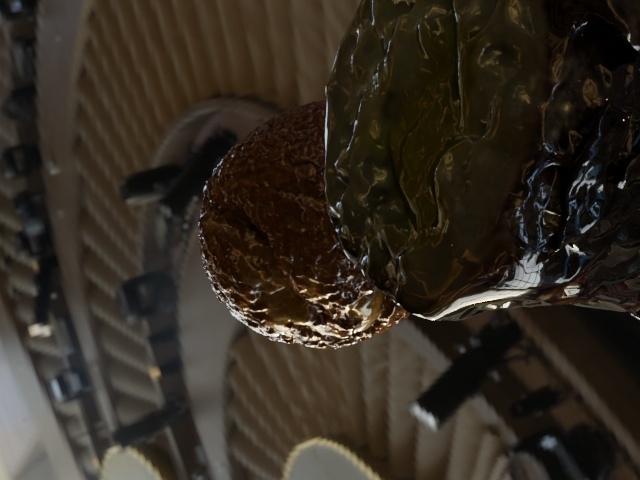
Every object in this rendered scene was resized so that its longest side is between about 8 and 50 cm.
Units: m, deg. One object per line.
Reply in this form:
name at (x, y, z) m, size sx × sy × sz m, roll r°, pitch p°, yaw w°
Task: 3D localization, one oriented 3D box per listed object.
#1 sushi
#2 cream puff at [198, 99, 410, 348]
sushi at (0.185, -0.093, 0.993) m, size 0.299 × 0.294 × 0.281 m, roll -59°, pitch -142°, yaw 36°
cream puff at (0.000, 0.000, 1.570) m, size 0.212 × 0.303 × 0.303 m, roll -70°, pitch 165°, yaw -50°
